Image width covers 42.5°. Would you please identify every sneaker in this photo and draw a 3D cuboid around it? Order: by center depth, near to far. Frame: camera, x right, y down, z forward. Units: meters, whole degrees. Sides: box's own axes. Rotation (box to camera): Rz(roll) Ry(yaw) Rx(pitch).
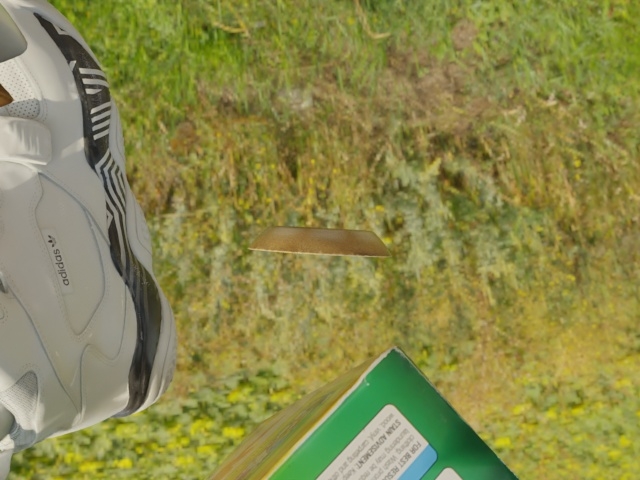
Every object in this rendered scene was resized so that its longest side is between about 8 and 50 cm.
[{"bbox_3d":[-0.234,-0.016,0.574,0.137,0.366,0.210,-14,-172,26],"label":"sneaker"}]

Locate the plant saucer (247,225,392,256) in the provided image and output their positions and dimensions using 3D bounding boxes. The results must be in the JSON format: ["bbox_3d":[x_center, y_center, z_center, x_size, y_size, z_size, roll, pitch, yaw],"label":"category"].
[{"bbox_3d":[0.000,0.000,0.475,0.083,0.015,0.083,3,-179,0],"label":"plant saucer"}]

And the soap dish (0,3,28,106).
[{"bbox_3d":[-0.272,-0.165,0.362,0.118,0.291,0.229,-41,-167,-6],"label":"soap dish"}]

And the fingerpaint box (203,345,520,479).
[{"bbox_3d":[-0.101,0.307,0.557,0.445,0.163,0.371,-42,177,-25],"label":"fingerpaint box"}]
